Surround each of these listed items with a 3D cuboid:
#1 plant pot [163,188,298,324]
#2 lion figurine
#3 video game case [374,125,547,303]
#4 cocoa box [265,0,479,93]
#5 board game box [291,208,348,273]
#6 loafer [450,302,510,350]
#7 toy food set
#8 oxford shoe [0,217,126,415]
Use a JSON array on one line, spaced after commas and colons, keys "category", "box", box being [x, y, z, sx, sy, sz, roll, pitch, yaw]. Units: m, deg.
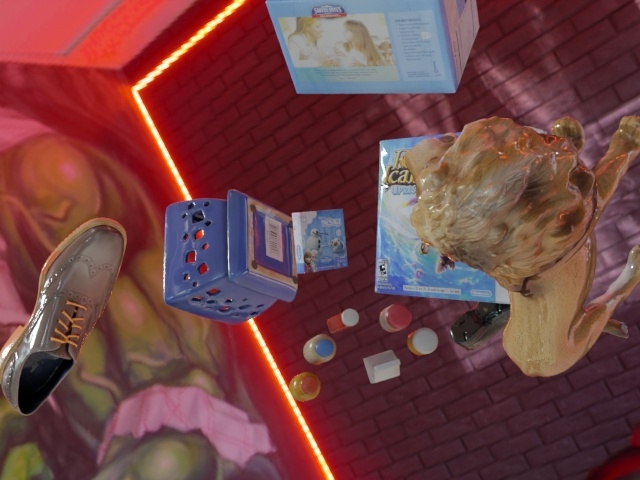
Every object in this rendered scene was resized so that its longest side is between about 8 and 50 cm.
[{"category": "plant pot", "box": [-0.180, 0.031, 1.704, 0.212, 0.236, 0.236, -18, -27, 32]}, {"category": "lion figurine", "box": [0.220, 0.030, 0.772, 0.142, 0.392, 0.240, 14, 50, 46]}, {"category": "video game case", "box": [0.198, -0.035, 1.179, 0.061, 0.244, 0.269, 5, -3, -44]}, {"category": "cocoa box", "box": [0.111, -0.442, 1.566, 0.347, 0.231, 0.228, 4, 50, 24]}, {"category": "board game box", "box": [0.000, 0.000, 1.185, 0.090, 0.090, 0.020, -7, 2, -43]}, {"category": "loafer", "box": [0.301, 0.124, 1.367, 0.170, 0.062, 0.061, -39, -45, 11]}, {"category": "toy food set", "box": [0.062, 0.153, 1.153, 0.232, 0.111, 0.104, -15, -9, -10]}, {"category": "oxford shoe", "box": [-0.426, 0.134, 1.358, 0.130, 0.133, 0.363, 23, -78, -35]}]
